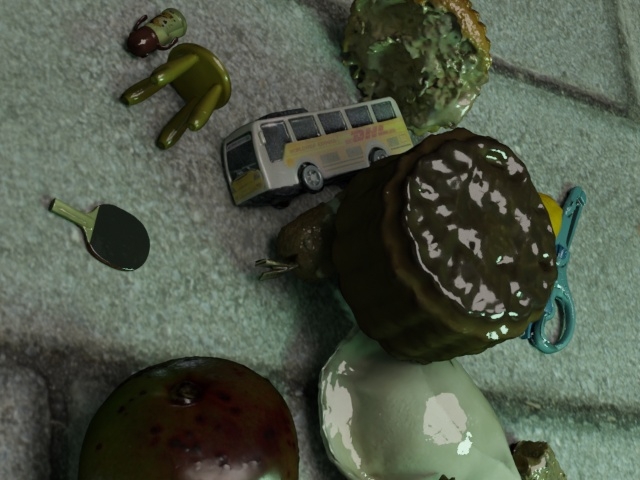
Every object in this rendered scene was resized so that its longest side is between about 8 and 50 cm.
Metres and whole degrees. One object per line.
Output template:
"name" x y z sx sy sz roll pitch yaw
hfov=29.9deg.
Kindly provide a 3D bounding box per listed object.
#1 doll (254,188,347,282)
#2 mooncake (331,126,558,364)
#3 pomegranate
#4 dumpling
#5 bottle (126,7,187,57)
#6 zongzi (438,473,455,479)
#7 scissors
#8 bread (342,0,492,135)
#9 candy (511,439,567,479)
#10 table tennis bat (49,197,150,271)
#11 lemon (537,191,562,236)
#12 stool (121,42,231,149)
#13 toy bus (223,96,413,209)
"doll" -0.001 0.006 1.792 0.221 0.115 0.105 -38 122 -21
"mooncake" 0.187 0.009 1.712 0.324 0.187 0.324 11 68 -29
"pomegranate" -0.165 0.295 1.483 0.290 0.323 0.291 6 53 -8
"dumpling" 0.139 0.296 1.780 0.260 0.181 0.341 -38 119 -29
"bottle" -0.241 -0.301 1.753 0.101 0.063 0.047 -42 134 -40
"zongzi" 0.062 0.454 1.627 0.260 0.123 0.289 8 76 -18
"scissors" 0.440 0.038 2.236 0.180 0.032 0.393 46 49 -20
"bread" 0.165 -0.317 1.974 0.274 0.274 0.149 56 42 -9
"candy" 0.359 0.386 2.000 0.095 0.085 0.110 -43 114 -34
"table tennis bat" -0.295 -0.015 1.617 0.156 0.013 0.087 31 56 -30
"lemon" 0.374 -0.032 2.148 0.155 0.114 0.114 -36 98 -44
"stool" -0.200 -0.209 1.711 0.135 0.134 0.110 23 50 22
"toy bus" 0.003 -0.140 1.870 0.342 0.097 0.138 -15 86 -43
